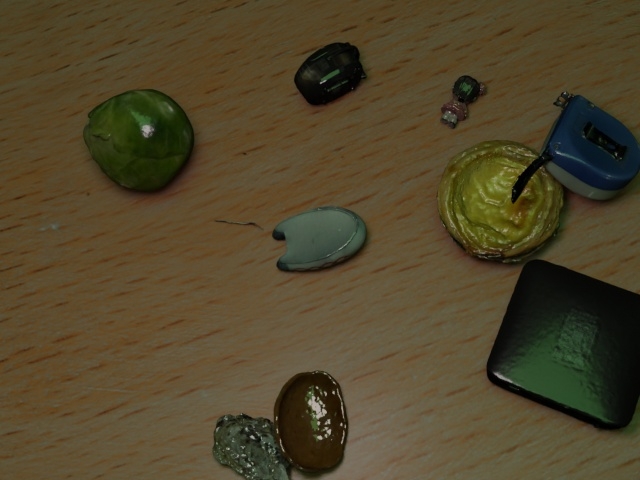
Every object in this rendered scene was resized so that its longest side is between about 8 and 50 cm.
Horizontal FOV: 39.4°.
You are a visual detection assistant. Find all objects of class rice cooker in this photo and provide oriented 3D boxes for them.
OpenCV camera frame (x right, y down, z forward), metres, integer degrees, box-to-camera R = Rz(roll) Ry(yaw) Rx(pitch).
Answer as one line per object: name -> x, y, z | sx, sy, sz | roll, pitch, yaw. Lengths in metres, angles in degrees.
rice cooker -> 0.022, -0.382, 2.056 | 0.165, 0.112, 0.107 | -25, 72, -3

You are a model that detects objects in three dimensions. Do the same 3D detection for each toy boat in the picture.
toy boat -> 0.000, 0.000, 1.923 | 0.207, 0.079, 0.134 | -17, 58, 10

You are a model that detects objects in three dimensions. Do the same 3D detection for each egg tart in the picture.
egg tart -> 0.379, -0.080, 1.902 | 0.278, 0.095, 0.279 | -2, 72, 5

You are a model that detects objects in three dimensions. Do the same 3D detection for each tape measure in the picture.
tape measure -> 0.535, -0.151, 1.845 | 0.215, 0.098, 0.351 | 34, 52, 2

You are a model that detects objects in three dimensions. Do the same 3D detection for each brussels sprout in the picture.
brussels sprout -> -0.401, -0.225, 1.975 | 0.243, 0.244, 0.244 | -2, 66, 5

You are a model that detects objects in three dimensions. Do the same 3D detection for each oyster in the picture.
oyster -> -0.129, 0.406, 1.756 | 0.177, 0.064, 0.125 | 13, 74, 10

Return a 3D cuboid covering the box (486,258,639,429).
box -> 0.502, 0.203, 1.775 | 0.289, 0.073, 0.289 | 20, 69, 14

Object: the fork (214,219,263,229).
fork -> -0.180, -0.038, 1.979 | 0.115, 0.016, 0.012 | 10, 76, 11

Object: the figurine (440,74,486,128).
figurine -> 0.322, -0.316, 2.029 | 0.072, 0.054, 0.129 | 27, 74, 12

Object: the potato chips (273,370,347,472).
potato chips -> -0.021, 0.360, 1.768 | 0.150, 0.049, 0.202 | -4, 61, -13
